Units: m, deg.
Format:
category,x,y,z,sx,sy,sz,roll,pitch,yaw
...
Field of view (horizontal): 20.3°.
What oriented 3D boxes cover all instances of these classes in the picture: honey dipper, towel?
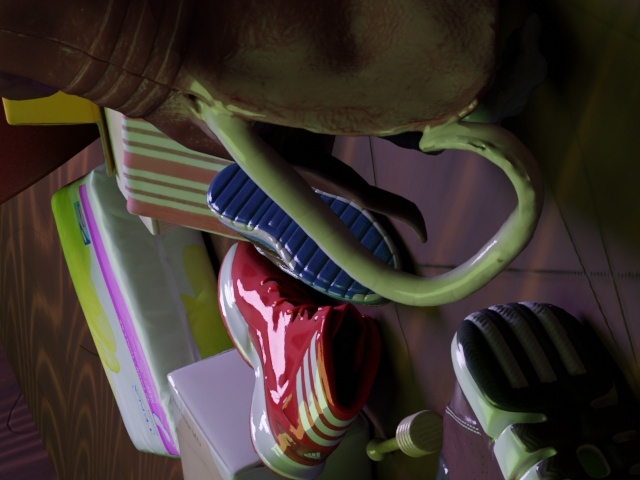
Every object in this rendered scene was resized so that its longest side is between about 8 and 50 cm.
category,x,y,z,sx,sy,sz,roll,pitch,yaw
honey dipper,0.059,0.144,1.295,0.161,0.030,0.030,137,113,-75
towel,-0.075,-0.074,1.312,0.197,0.144,0.029,95,-170,-49

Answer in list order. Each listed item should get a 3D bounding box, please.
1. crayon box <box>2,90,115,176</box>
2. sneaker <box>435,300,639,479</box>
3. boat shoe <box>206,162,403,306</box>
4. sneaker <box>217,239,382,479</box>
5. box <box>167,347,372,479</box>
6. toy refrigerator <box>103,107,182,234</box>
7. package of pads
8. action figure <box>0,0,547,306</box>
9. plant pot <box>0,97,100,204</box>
category,x,y,z,sx,sy,sz,roll,pitch,yaw
crayon box,-0.213,-0.238,1.461,0.203,0.083,0.323,-78,-16,-54
sneaker,0.137,0.182,0.959,0.162,0.106,0.281,105,153,-48
boat shoe,0.000,0.000,1.261,0.183,0.066,0.066,35,173,41
sneaker,-0.005,0.061,1.357,0.128,0.087,0.221,-48,45,38
box,-0.033,0.243,1.510,0.148,0.121,0.311,50,153,48
toy refrigerator,-0.116,-0.145,1.387,0.094,0.102,0.269,49,152,49
package of pads,-0.165,0.068,1.754,0.229,0.101,0.296,167,84,-72
action figure,-0.093,-0.100,0.924,0.248,0.370,0.275,123,155,-42
plant pot,-0.326,-0.205,1.730,0.267,0.236,0.267,92,153,-47
